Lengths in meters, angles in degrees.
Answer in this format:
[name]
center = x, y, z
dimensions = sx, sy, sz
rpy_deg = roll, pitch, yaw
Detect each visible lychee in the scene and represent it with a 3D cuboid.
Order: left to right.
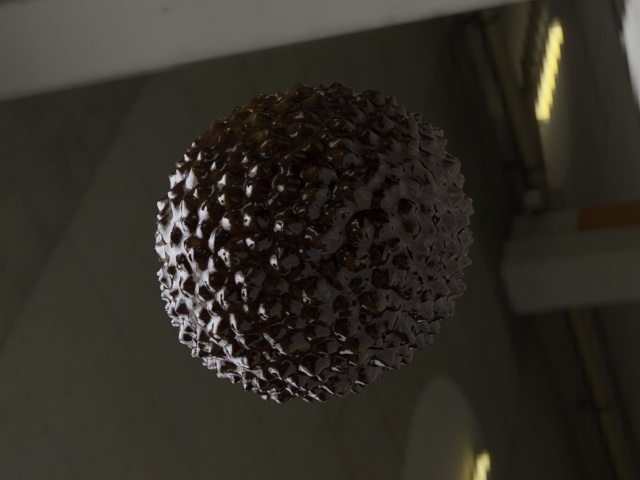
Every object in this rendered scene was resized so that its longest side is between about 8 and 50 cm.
[lychee]
center = 0.000, 0.000, 0.872
dimensions = 0.188, 0.188, 0.188
rpy_deg = -8, -90, -70
